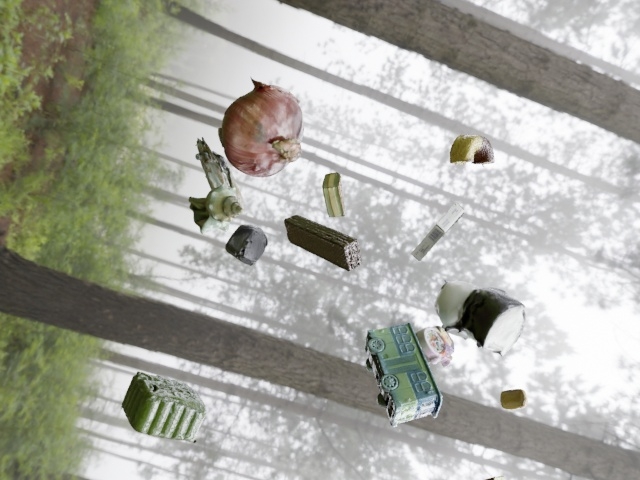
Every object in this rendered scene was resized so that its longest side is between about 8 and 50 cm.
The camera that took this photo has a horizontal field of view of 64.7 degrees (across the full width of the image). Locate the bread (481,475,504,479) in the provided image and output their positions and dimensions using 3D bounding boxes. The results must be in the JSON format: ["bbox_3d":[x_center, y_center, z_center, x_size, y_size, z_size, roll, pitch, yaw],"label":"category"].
[{"bbox_3d":[0.713,1.038,2.049,0.084,0.074,0.139,-41,-135,39],"label":"bread"}]

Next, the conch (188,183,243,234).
[{"bbox_3d":[-0.281,-0.076,1.396,0.234,0.115,0.137,-23,-128,48],"label":"conch"}]

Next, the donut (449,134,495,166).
[{"bbox_3d":[0.633,-0.371,2.086,0.085,0.217,0.141,3,-80,57],"label":"donut"}]

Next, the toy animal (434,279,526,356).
[{"bbox_3d":[0.566,0.266,1.861,0.310,0.251,0.250,31,-76,51],"label":"toy animal"}]

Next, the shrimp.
[{"bbox_3d":[-0.401,-0.264,2.040,0.246,0.085,0.360,-92,159,-57],"label":"shrimp"}]

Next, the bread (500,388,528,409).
[{"bbox_3d":[0.792,0.648,2.058,0.115,0.056,0.082,-32,-137,42],"label":"bread"}]

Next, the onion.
[{"bbox_3d":[-0.211,-0.406,1.846,0.353,0.354,0.353,-161,-90,-82],"label":"onion"}]

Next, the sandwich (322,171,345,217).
[{"bbox_3d":[0.063,-0.197,2.189,0.113,0.080,0.163,-79,159,-49],"label":"sandwich"}]

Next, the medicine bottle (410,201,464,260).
[{"bbox_3d":[0.423,-0.030,1.808,0.201,0.052,0.171,-38,166,-46],"label":"medicine bottle"}]

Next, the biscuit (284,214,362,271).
[{"bbox_3d":[0.000,0.000,1.878,0.388,0.073,0.107,23,-45,48],"label":"biscuit"}]

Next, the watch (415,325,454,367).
[{"bbox_3d":[0.458,0.496,2.255,0.231,0.196,0.244,-43,176,34],"label":"watch"}]

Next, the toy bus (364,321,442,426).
[{"bbox_3d":[0.272,0.452,1.727,0.151,0.191,0.312,92,-14,-46],"label":"toy bus"}]

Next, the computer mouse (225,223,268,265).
[{"bbox_3d":[-0.240,0.001,1.722,0.073,0.122,0.217,-57,-174,30],"label":"computer mouse"}]

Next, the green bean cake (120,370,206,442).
[{"bbox_3d":[-0.552,0.585,1.790,0.250,0.247,0.156,9,-105,58],"label":"green bean cake"}]
